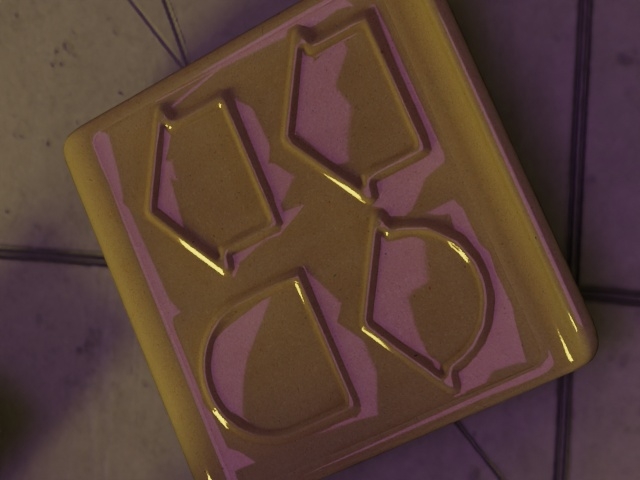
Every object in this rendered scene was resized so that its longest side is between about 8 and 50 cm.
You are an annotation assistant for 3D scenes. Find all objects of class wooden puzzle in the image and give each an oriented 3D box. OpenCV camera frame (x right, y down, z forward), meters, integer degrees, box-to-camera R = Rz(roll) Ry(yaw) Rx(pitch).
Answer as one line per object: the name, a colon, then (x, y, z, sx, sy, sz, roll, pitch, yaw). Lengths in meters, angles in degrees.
wooden puzzle: (0.000, 0.000, 1.056, 0.348, 0.080, 0.322, -27, 80, 26)
